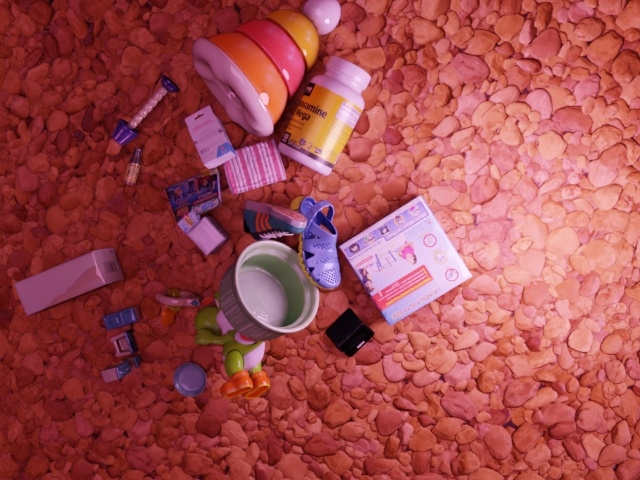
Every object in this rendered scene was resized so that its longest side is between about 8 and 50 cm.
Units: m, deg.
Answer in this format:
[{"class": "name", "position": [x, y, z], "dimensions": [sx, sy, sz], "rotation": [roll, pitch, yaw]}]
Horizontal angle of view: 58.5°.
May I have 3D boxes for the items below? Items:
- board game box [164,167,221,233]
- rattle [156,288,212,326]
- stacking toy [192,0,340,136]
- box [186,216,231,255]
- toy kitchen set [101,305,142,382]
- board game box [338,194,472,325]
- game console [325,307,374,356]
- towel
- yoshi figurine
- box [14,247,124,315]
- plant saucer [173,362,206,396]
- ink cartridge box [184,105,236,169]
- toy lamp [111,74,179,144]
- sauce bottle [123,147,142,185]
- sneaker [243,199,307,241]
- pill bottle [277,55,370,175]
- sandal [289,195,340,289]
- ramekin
[{"class": "board game box", "position": [-0.409, -0.123, 1.861], "dimensions": [0.194, 0.060, 0.194], "rotation": [-20, 49, 8]}, {"class": "rattle", "position": [-0.452, 0.238, 1.900], "dimensions": [0.200, 0.130, 0.143], "rotation": [12, 84, 23]}, {"class": "stacking toy", "position": [-0.119, -0.585, 1.772], "dimensions": [0.480, 0.350, 0.350], "rotation": [-41, 88, -10]}, {"class": "box", "position": [-0.368, -0.015, 1.898], "dimensions": [0.087, 0.102, 0.101], "rotation": [-43, 88, 5]}, {"class": "toy kitchen set", "position": [-0.671, 0.346, 1.930], "dimensions": [0.122, 0.166, 0.207], "rotation": [-19, 92, 8]}, {"class": "board game box", "position": [0.269, 0.062, 1.828], "dimensions": [0.308, 0.086, 0.302], "rotation": [-32, 90, 8]}, {"class": "game console", "position": [0.099, 0.308, 1.905], "dimensions": [0.122, 0.071, 0.107], "rotation": [-46, 117, 9]}, {"class": "towel", "position": [-0.222, -0.244, 1.903], "dimensions": [0.197, 0.029, 0.144], "rotation": [-16, 89, 8]}, {"class": "yoshi figurine", "position": [-0.307, 0.341, 1.862], "dimensions": [0.203, 0.203, 0.362], "rotation": [-9, 60, -21]}, {"class": "box", "position": [-0.853, 0.138, 1.952], "dimensions": [0.311, 0.148, 0.121], "rotation": [-21, 91, 10]}, {"class": "plant saucer", "position": [-0.450, 0.480, 1.983], "dimensions": [0.119, 0.021, 0.119], "rotation": [1, 95, 7]}, {"class": "ink cartridge box", "position": [-0.363, -0.340, 1.887], "dimensions": [0.104, 0.060, 0.180], "rotation": [-26, 78, 8]}, {"class": "toy lamp", "position": [-0.592, -0.433, 1.914], "dimensions": [0.080, 0.080, 0.274], "rotation": [45, 95, 3]}, {"class": "sauce bottle", "position": [-0.638, -0.251, 1.948], "dimensions": [0.042, 0.042, 0.128], "rotation": [16, 97, 6]}, {"class": "sneaker", "position": [-0.148, -0.046, 1.806], "dimensions": [0.108, 0.302, 0.121], "rotation": [5, 99, -37]}, {"class": "pill bottle", "position": [0.018, -0.388, 1.780], "dimensions": [0.188, 0.188, 0.334], "rotation": [28, 96, 5]}, {"class": "sandal", "position": [0.000, 0.000, 1.810], "dimensions": [0.138, 0.126, 0.317], "rotation": [-18, 88, 46]}, {"class": "ramekin", "position": [-0.168, 0.166, 1.788], "dimensions": [0.148, 0.303, 0.303], "rotation": [-36, 88, 44]}]
